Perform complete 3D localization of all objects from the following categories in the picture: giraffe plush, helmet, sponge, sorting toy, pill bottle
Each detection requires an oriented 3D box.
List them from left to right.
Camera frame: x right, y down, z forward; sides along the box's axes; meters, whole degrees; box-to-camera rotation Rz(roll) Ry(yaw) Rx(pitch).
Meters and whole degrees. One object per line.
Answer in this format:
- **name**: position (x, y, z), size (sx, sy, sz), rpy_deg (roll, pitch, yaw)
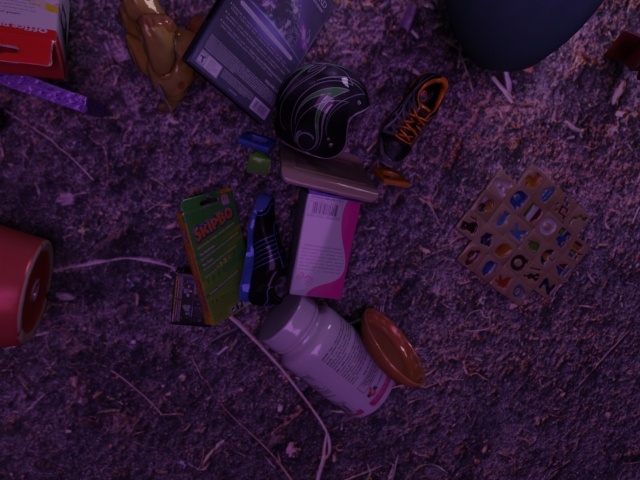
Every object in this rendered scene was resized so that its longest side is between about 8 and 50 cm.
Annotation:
- **sponge**: position (-0.493, -0.266, 0.695), size (0.210, 0.117, 0.031), rpy_deg (18, 99, -14)
- **giraffe plush**: position (-0.229, -0.338, 0.715), size (0.171, 0.181, 0.210), rpy_deg (-27, 97, -25)
- **helmet**: position (0.002, -0.252, 0.765), size (0.170, 0.169, 0.161), rpy_deg (15, 117, -13)
- **sorting toy**: position (0.008, -0.130, 0.788), size (0.349, 0.195, 0.047), rpy_deg (12, 120, -12)
- **pill bottle**: position (0.016, 0.246, 0.891), size (0.283, 0.160, 0.160), rpy_deg (43, 93, -17)

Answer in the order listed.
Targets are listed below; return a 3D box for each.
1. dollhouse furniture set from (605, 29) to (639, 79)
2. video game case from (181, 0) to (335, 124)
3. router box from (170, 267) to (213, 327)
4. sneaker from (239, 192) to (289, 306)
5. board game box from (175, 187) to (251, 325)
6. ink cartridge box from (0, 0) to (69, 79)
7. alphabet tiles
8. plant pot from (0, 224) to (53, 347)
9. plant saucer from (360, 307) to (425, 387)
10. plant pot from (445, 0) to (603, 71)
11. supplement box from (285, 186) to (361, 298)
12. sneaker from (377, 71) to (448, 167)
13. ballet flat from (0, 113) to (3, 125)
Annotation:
- **dollhouse furniture set**: position (0.662, -0.517, 0.804), size (0.153, 0.201, 0.373), rpy_deg (2, 110, -11)
- **video game case**: position (-0.096, -0.373, 0.716), size (0.274, 0.026, 0.196), rpy_deg (-59, 144, 0)
- **router box**: position (-0.270, 0.124, 0.874), size (0.092, 0.038, 0.122), rpy_deg (7, 102, -13)
- **sneaker**: position (-0.106, 0.020, 0.838), size (0.091, 0.081, 0.231), rpy_deg (8, 91, -1)
- **board game box**: position (-0.208, 0.030, 0.828), size (0.124, 0.039, 0.259), rpy_deg (-27, 115, -46)
- **ink cartridge box**: position (-0.475, -0.334, 0.625), size (0.134, 0.078, 0.230), rpy_deg (-2, 65, -22)
- **alphabet tiles**: position (0.501, -0.006, 0.994), size (0.343, 0.011, 0.285), rpy_deg (34, 96, -16)
- **plant pot**: position (-0.627, 0.074, 0.698), size (0.244, 0.275, 0.274), rpy_deg (10, 102, -23)
- **plant saucer**: position (0.154, 0.240, 0.899), size (0.200, 0.200, 0.037), rpy_deg (42, 108, -17)
- **plant pot**: position (0.364, -0.438, 0.749), size (0.291, 0.290, 0.195), rpy_deg (-16, 142, -6)
- **supplement box**: position (0.000, 0.000, 0.853), size (0.112, 0.114, 0.219), rpy_deg (9, 101, -13)
- **sneaker**: position (0.189, -0.252, 0.839), size (0.084, 0.083, 0.214), rpy_deg (24, 100, -16)
- **ballet flat**: position (-0.692, -0.196, 0.701), size (0.250, 0.084, 0.058), rpy_deg (-11, 104, -13)
